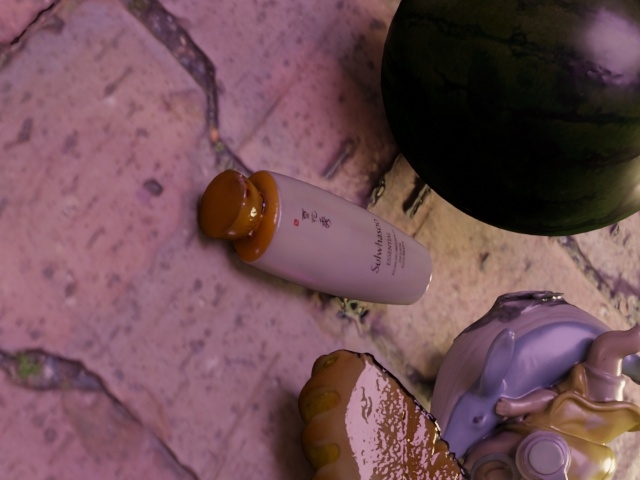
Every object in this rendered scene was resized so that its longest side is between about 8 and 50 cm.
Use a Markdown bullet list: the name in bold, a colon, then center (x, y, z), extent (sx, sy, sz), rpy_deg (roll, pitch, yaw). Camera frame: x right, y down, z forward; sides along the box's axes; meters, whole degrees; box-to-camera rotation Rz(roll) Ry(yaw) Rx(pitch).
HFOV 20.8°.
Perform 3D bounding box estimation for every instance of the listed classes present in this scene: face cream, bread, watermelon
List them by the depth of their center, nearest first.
- **bread**: center (0.037, 0.156, 1.124), extent (0.157, 0.083, 0.094), rpy_deg (45, 46, -18)
- **face cream**: center (0.000, 0.000, 1.192), extent (0.182, 0.051, 0.072), rpy_deg (21, 60, -38)
- **watermelon**: center (0.166, -0.122, 1.289), extent (0.242, 0.242, 0.242), rpy_deg (24, 54, -37)

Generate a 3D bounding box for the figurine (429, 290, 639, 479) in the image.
- **figurine**: center (0.167, 0.122, 1.230), extent (0.208, 0.128, 0.184), rpy_deg (-16, 79, -8)
